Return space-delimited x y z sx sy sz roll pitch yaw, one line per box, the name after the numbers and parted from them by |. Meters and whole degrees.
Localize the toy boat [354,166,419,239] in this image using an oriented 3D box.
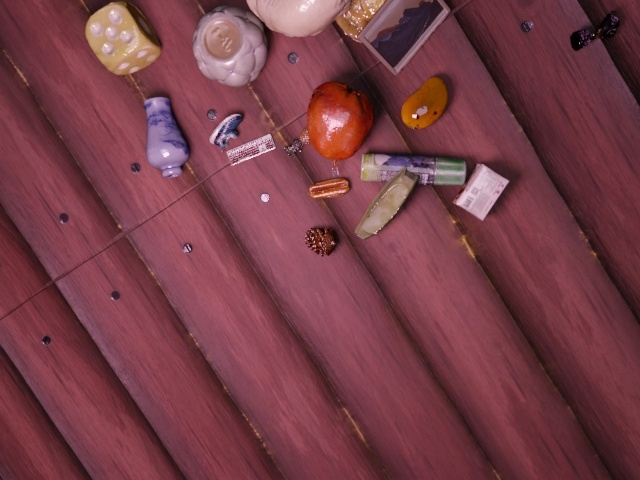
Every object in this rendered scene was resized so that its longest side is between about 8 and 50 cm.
0.208 -0.103 1.715 0.093 0.055 0.293 33 119 -8 | toy boat

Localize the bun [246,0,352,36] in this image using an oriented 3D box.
-0.038 -0.778 1.599 0.365 0.219 0.365 -6 79 32 | bun

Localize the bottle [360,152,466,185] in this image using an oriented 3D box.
0.298 -0.227 1.717 0.329 0.093 0.093 4 98 5 | bottle

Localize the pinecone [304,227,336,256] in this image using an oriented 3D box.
0.001 -0.003 1.783 0.109 0.102 0.102 33 100 12 | pinecone

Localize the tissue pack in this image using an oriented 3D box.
0.510 -0.155 1.700 0.106 0.099 0.149 32 100 -1 | tissue pack

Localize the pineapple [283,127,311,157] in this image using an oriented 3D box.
-0.071 -0.325 1.764 0.124 0.058 0.058 -34 93 10 | pineapple

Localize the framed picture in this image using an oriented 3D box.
0.262 -0.675 1.651 0.192 0.018 0.265 34 102 -32 | framed picture

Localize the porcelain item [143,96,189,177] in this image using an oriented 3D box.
-0.522 -0.341 1.777 0.141 0.141 0.259 -15 88 8 | porcelain item

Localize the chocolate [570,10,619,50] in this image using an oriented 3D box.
0.842 -0.633 1.618 0.147 0.070 0.072 -24 122 9 | chocolate

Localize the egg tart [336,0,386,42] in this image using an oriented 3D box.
0.159 -0.739 1.666 0.252 0.098 0.232 45 103 -5 | egg tart

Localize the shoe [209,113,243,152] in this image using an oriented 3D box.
-0.307 -0.365 1.781 0.071 0.064 0.143 44 103 0 | shoe

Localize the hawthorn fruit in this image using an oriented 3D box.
0.054 -0.345 1.680 0.211 0.211 0.299 12 114 5 | hawthorn fruit

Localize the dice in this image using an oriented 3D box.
-0.638 -0.653 1.725 0.169 0.166 0.169 -29 93 9 | dice

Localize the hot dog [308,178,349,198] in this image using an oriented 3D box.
0.027 -0.171 1.783 0.144 0.038 0.062 -11 99 10 | hot dog

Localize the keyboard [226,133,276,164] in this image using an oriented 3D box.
-0.237 -0.309 1.803 0.165 0.017 0.055 -20 95 9 | keyboard

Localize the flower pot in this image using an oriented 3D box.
-0.283 -0.611 1.678 0.246 0.195 0.246 1 97 7 | flower pot

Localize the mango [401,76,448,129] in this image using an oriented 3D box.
0.338 -0.431 1.690 0.178 0.090 0.115 -44 84 2 | mango
